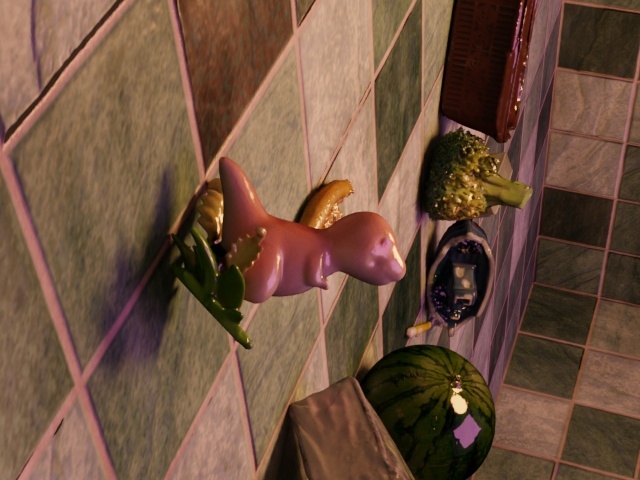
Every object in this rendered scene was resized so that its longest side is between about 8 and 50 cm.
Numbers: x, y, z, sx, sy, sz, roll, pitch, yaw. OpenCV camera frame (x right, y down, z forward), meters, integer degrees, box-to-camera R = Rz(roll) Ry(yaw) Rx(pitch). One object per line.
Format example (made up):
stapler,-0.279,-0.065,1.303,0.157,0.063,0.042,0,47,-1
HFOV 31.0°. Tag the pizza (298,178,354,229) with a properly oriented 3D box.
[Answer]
pizza,0.000,0.000,1.444,0.178,0.041,0.131,-52,151,-57

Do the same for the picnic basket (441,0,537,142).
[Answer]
picnic basket,0.304,-0.337,2.070,0.222,0.129,0.296,-44,144,-65

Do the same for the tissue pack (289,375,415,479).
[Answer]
tissue pack,0.098,0.406,1.589,0.394,0.124,0.288,62,5,-50

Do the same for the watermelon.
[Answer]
watermelon,0.168,0.289,1.875,0.242,0.242,0.242,12,90,-74

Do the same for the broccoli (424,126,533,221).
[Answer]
broccoli,0.284,-0.110,2.059,0.219,0.194,0.194,78,29,-67

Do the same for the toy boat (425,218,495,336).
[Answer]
toy boat,0.274,0.083,2.269,0.309,0.129,0.142,93,3,-48

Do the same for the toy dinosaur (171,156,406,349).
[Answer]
toy dinosaur,-0.035,0.006,1.036,0.177,0.194,0.152,-44,178,-8

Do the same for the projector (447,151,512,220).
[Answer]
projector,0.299,-0.102,2.224,0.061,0.115,0.147,62,37,-30

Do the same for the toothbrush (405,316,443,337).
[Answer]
toothbrush,0.212,0.175,2.317,0.288,0.024,0.021,-3,106,-73
